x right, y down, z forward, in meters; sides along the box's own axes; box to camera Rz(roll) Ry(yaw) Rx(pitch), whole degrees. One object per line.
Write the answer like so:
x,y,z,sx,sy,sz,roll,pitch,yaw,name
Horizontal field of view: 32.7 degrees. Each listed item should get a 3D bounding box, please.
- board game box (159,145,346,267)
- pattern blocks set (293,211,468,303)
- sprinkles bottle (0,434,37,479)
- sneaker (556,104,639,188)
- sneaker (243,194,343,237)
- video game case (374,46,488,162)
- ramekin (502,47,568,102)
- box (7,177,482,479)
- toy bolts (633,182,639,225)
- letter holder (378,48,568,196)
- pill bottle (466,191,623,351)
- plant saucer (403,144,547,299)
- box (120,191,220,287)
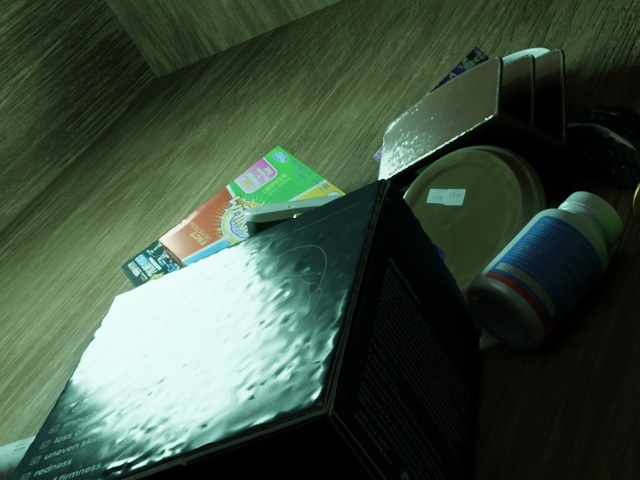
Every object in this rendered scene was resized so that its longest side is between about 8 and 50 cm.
-0.123,-0.024,2.133,0.316,0.064,0.242,-40,48,-15,board game box
0.036,0.064,1.583,0.325,0.285,0.026,-13,42,29,pattern blocks set
-0.503,0.396,1.823,0.355,0.121,0.121,-21,25,27,sprinkles bottle
0.468,-0.170,1.721,0.124,0.107,0.283,-29,22,-7,sneaker
0.000,0.000,2.006,0.295,0.147,0.104,-8,13,-26,sneaker
0.220,-0.264,2.190,0.210,0.042,0.232,-46,-1,-27,video game case
0.359,-0.257,2.028,0.207,0.109,0.207,-27,23,12,ramekin
-0.078,0.225,1.379,0.480,0.297,0.472,-23,26,24,box
0.522,-0.111,1.428,0.228,0.218,0.158,-8,22,11,toy bolts
0.252,-0.209,1.822,0.302,0.152,0.214,-29,48,50,letter holder
0.311,0.035,1.476,0.221,0.124,0.124,-43,24,-22,pill bottle
0.212,-0.021,1.649,0.278,0.041,0.278,-20,58,36,plant saucer
-0.273,0.021,2.340,0.293,0.073,0.295,-39,20,-9,box
